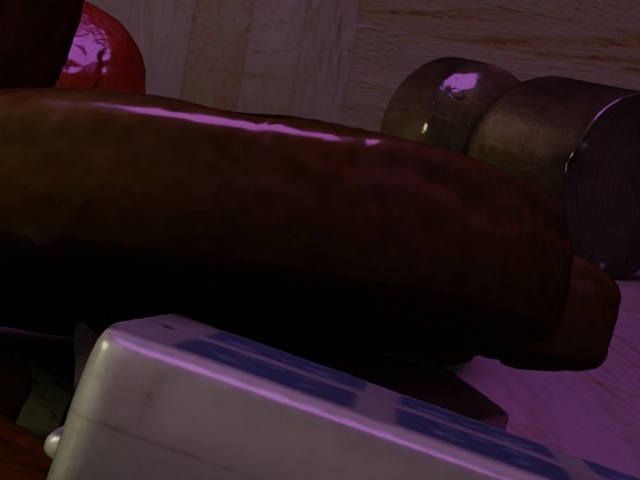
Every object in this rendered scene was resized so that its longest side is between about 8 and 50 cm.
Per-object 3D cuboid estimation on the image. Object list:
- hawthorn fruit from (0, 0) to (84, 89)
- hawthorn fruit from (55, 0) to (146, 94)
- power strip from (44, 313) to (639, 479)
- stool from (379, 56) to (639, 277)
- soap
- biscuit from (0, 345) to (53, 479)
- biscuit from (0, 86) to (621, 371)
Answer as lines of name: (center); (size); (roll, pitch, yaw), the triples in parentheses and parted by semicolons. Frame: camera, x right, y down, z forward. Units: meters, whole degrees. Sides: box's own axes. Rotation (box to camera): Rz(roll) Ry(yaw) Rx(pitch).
hawthorn fruit: (-0.282, -0.160, 0.766); (0.402, 0.403, 0.403); (10, 7, -1)
hawthorn fruit: (-0.232, -0.121, 1.301); (0.173, 0.173, 0.179); (10, 43, 0)
power strip: (0.112, 0.094, 0.368); (0.367, 0.043, 0.106); (19, 0, 3)
stool: (0.207, -0.078, 1.499); (0.179, 0.179, 0.264); (4, 9, -40)
soap: (-0.010, 0.070, 0.549); (0.149, 0.056, 0.100); (7, 10, -24)
biscuit: (-0.206, 0.042, 0.448); (0.283, 0.064, 0.432); (18, 0, -40)
biscuit: (-0.031, 0.005, 0.601); (0.314, 0.063, 0.367); (6, -10, -8)
